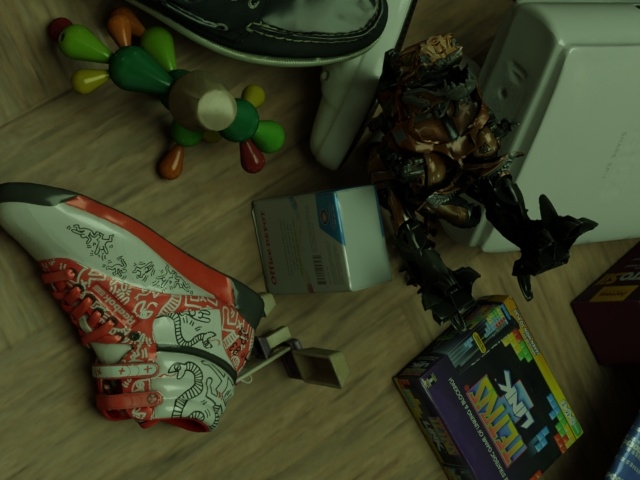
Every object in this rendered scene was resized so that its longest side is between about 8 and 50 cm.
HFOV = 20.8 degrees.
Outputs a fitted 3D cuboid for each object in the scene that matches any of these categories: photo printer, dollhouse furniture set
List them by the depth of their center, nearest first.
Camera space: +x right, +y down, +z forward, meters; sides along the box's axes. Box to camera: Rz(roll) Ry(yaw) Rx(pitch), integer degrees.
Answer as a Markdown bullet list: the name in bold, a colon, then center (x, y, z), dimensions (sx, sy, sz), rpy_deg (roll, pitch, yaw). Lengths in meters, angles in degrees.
- **dollhouse furniture set**: center (-0.040, 0.102, 1.519), dimensions (0.081, 0.114, 0.091), rpy_deg (-29, 107, -28)
- **photo printer**: center (0.282, -0.114, 1.694), dimensions (0.307, 0.107, 0.256), rpy_deg (-5, 130, -36)

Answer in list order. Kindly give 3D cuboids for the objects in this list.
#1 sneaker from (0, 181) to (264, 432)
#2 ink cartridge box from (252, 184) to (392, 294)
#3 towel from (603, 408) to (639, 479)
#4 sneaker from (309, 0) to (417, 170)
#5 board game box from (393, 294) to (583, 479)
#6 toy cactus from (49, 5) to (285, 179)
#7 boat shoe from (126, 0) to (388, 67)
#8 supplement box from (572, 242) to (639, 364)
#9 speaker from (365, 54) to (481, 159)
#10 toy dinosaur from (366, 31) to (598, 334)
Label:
- **sneaker**: center (-0.171, 0.065, 1.441), dimensions (0.270, 0.090, 0.145), rpy_deg (30, 69, -33)
- **ink cartridge box**: center (0.000, 0.000, 1.546), dimensions (0.052, 0.122, 0.089), rpy_deg (-14, 96, -39)
- **towel**: center (0.397, 0.195, 1.785), dimensions (0.243, 0.040, 0.336), rpy_deg (38, 78, -48)
- **sneaker**: center (0.022, -0.212, 1.607), dimensions (0.123, 0.106, 0.290), rpy_deg (18, 84, 2)
- **board game box**: center (0.166, 0.161, 1.700), dimensions (0.141, 0.048, 0.170), rpy_deg (-41, 110, -31)
- **toy cactus**: center (-0.120, -0.115, 1.442), dimensions (0.219, 0.180, 0.112), rpy_deg (37, 88, -23)
- **boat shoe**: center (-0.087, -0.238, 1.437), dimensions (0.340, 0.113, 0.127), rpy_deg (23, 78, -15)
- **supplement box**: center (0.366, 0.047, 1.812), dimensions (0.188, 0.104, 0.081), rpy_deg (-37, 108, -31)
- **speaker**: center (0.102, -0.119, 1.665), dimensions (0.136, 0.055, 0.055), rpy_deg (-50, 114, -27)
- **toy dinosaur**: center (0.114, -0.050, 1.527), dimensions (0.164, 0.322, 0.218), rpy_deg (-34, 67, 2)
